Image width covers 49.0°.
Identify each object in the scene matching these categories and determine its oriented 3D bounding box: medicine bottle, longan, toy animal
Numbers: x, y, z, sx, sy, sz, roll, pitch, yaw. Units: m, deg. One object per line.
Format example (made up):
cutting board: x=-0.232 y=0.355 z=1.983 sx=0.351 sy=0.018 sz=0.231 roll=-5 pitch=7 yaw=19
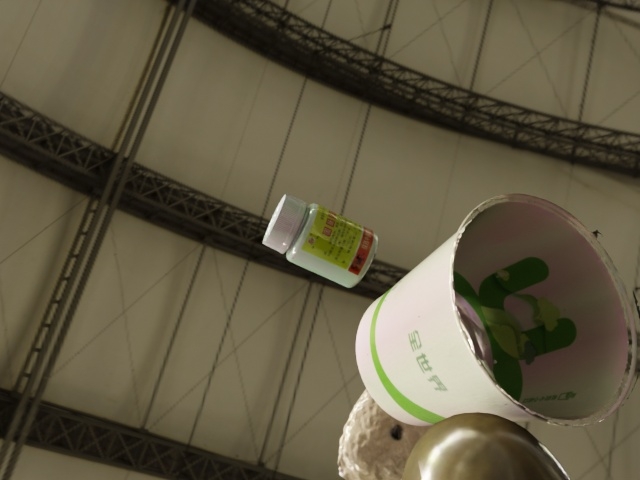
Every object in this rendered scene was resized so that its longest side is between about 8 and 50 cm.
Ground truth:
medicine bottle: x=0.000 y=0.000 z=1.524 sx=0.225 sy=0.139 sz=0.139 roll=25 pitch=-111 yaw=-9
longan: x=0.160 y=0.258 z=0.663 sx=0.189 sy=0.189 sz=0.189 roll=5 pitch=-99 yaw=-35
toy animal: x=0.208 y=0.337 z=1.249 sx=0.358 sy=0.188 sz=0.227 roll=15 pitch=-113 yaw=-23

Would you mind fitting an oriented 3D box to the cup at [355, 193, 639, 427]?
cup: x=0.184 y=0.112 z=0.834 sx=0.253 sy=0.274 sz=0.253 roll=12 pitch=-117 yaw=-24
